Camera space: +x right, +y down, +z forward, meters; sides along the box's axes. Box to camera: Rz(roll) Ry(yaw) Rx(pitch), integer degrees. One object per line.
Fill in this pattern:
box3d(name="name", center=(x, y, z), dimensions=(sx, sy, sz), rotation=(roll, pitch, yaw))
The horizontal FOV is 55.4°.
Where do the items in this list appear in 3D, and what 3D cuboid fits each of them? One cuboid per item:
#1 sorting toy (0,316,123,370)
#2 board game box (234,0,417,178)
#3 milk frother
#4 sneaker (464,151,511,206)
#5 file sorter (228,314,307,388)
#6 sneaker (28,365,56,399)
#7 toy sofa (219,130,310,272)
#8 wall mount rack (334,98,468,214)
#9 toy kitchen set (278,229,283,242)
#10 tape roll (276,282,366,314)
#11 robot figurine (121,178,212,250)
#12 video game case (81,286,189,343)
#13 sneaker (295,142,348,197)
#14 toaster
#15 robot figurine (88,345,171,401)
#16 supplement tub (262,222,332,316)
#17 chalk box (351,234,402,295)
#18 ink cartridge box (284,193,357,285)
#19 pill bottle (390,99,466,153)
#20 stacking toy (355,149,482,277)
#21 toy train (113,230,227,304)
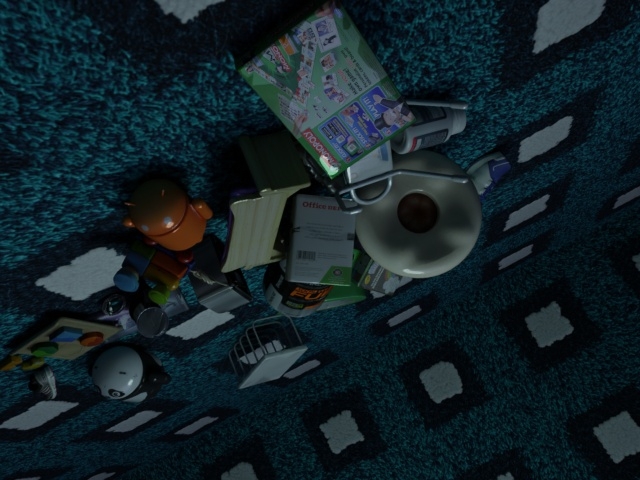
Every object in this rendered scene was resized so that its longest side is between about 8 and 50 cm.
box3d(name="sorting toy", center=(-0.735, 0.304, 1.701), dimensions=(0.307, 0.041, 0.229), rotation=(-31, 154, 21))
box3d(name="board game box", center=(0.019, -0.280, 1.148), dimensions=(0.213, 0.046, 0.317), rotation=(-32, 132, 14))
box3d(name="milk frother", center=(-0.498, 0.196, 1.632), dimensions=(0.143, 0.129, 0.135), rotation=(-25, -161, -20))
box3d(name="sneaker", center=(0.490, -0.129, 1.970), dimensions=(0.315, 0.182, 0.127), rotation=(-33, 158, 14))
box3d(name="file sorter", center=(-0.220, 0.433, 2.407), dimensions=(0.193, 0.173, 0.278), rotation=(-7, 150, -37))
box3d(name="sneaker", center=(-0.861, 0.445, 1.881), dimensions=(0.075, 0.063, 0.170), rotation=(-14, 149, -29))
box3d(name="toy sofa", center=(-0.157, -0.079, 1.415), dimensions=(0.177, 0.150, 0.362), rotation=(-13, 154, -19))
box3d(name="wall mount rack", center=(0.168, -0.202, 1.377), dimensions=(0.304, 0.130, 0.350), rotation=(-19, 134, -6))
box3d(name="toy kitchen set", center=(-0.158, -0.001, 1.672), dimensions=(0.068, 0.075, 0.083), rotation=(-9, 147, -34))
box3d(name="tape roll", center=(-0.002, 0.196, 2.137), dimensions=(0.321, 0.077, 0.321), rotation=(-11, 169, -2))
box3d(name="robot figurine", center=(-0.328, -0.053, 1.310), dimensions=(0.128, 0.158, 0.219), rotation=(-61, 160, -10))
box3d(name="video game case", center=(-0.534, 0.215, 1.792), dimensions=(0.274, 0.026, 0.196), rotation=(-21, 157, -11))
box3d(name="sneaker", center=(0.013, -0.190, 1.465), dimensions=(0.106, 0.101, 0.267), rotation=(-49, 157, 6))
box3d(name="toaster", center=(-0.275, 0.092, 1.624), dimensions=(0.110, 0.168, 0.186), rotation=(-28, 158, 3))
box3d(name="robot figurine", center=(-0.619, 0.440, 1.984), dimensions=(0.209, 0.173, 0.278), rotation=(-35, 158, 0))
box3d(name="supplement tub", center=(-0.040, 0.068, 1.780), dimensions=(0.207, 0.207, 0.338), rotation=(-15, 155, -26))
box3d(name="chalk box", center=(0.151, 0.074, 1.944), dimensions=(0.213, 0.132, 0.132), rotation=(20, 102, -38))
box3d(name="ink cartridge box", center=(0.000, 0.000, 1.552), dimensions=(0.160, 0.219, 0.092), rotation=(6, 178, -11))
box3d(name="pill bottle", center=(0.259, -0.282, 1.486), dimensions=(0.180, 0.108, 0.108), rotation=(-17, 155, -21))
box3d(name="stacking toy", center=(0.246, -0.050, 1.826), dimensions=(0.350, 0.351, 0.480), rotation=(-24, 175, -7))
box3d(name="toy train", center=(-0.349, 0.093, 1.430), dimensions=(0.248, 0.143, 0.105), rotation=(30, 135, -11))
